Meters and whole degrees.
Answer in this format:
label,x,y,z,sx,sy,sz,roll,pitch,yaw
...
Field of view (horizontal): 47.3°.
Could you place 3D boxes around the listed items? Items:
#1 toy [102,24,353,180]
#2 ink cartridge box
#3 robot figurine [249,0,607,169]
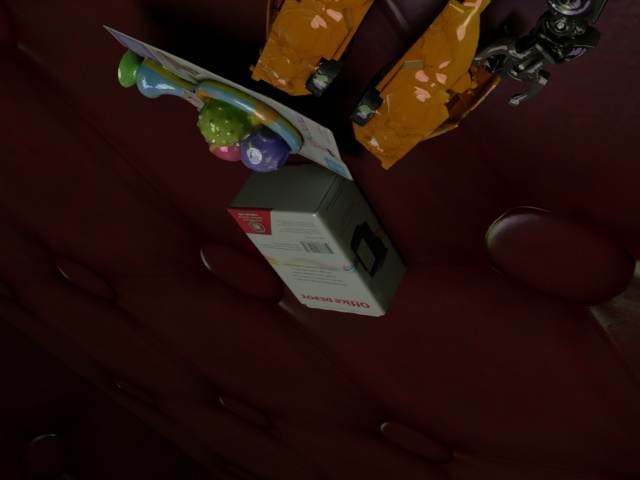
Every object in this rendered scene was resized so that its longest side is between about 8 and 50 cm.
label,x,y,z,sx,sy,sz,roll,pitch,yaw
toy,-0.091,-0.110,0.684,0.237,0.056,0.137,31,175,15
ink cartridge box,0.000,0.000,0.817,0.127,0.072,0.175,4,142,38
robot figurine,0.059,-0.164,0.490,0.211,0.085,0.291,33,152,-8
